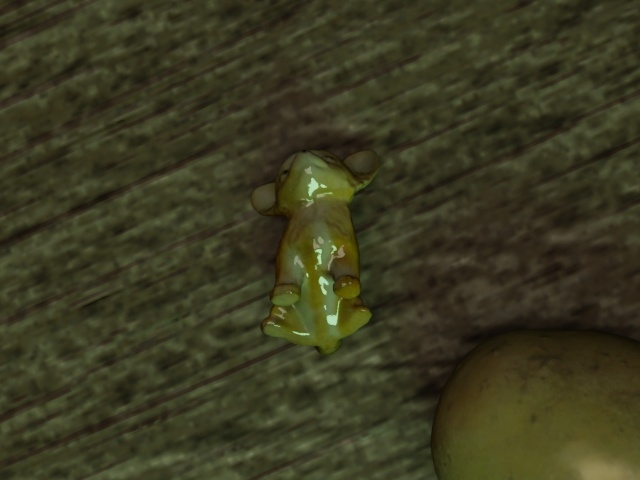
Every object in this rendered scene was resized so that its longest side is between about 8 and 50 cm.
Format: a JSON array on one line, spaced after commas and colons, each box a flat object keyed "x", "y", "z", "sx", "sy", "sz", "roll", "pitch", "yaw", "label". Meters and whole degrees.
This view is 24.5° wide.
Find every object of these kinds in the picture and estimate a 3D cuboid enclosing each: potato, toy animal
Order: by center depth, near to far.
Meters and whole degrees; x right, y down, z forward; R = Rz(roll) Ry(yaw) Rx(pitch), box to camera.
[{"x": 0.117, "y": 0.094, "z": 0.610, "sx": 0.147, "sy": 0.112, "sz": 0.112, "roll": 29, "pitch": 92, "yaw": 10, "label": "potato"}, {"x": 0.000, "y": 0.000, "z": 0.646, "sx": 0.061, "sy": 0.081, "sz": 0.083, "roll": -9, "pitch": 54, "yaw": 11, "label": "toy animal"}]
